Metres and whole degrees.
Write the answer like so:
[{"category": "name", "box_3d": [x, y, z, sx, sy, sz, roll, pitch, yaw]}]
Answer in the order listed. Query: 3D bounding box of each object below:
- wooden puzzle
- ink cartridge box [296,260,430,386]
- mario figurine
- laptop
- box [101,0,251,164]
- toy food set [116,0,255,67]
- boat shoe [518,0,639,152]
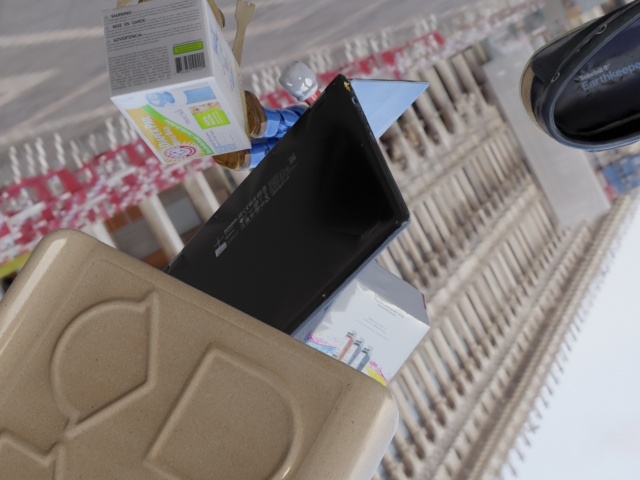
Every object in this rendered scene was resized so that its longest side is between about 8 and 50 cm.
[{"category": "wooden puzzle", "box_3d": [-0.154, 0.196, 0.883, 0.322, 0.348, 0.080, -60, 162, -13]}, {"category": "ink cartridge box", "box_3d": [0.043, 0.128, 1.443, 0.176, 0.127, 0.128, -54, -170, 15]}, {"category": "mario figurine", "box_3d": [-0.043, -0.189, 1.805, 0.320, 0.170, 0.198, -4, 167, -46]}, {"category": "laptop", "box_3d": [0.000, 0.000, 1.383, 0.382, 0.236, 0.408, -46, -140, 25]}, {"category": "box", "box_3d": [-0.153, -0.172, 1.191, 0.114, 0.103, 0.203, -10, 163, 6]}, {"category": "toy food set", "box_3d": [-0.192, -0.298, 1.476, 0.192, 0.132, 0.038, 16, 167, -26]}, {"category": "boat shoe", "box_3d": [0.458, -0.240, 1.205, 0.500, 0.187, 0.156, -26, -162, 20]}]
